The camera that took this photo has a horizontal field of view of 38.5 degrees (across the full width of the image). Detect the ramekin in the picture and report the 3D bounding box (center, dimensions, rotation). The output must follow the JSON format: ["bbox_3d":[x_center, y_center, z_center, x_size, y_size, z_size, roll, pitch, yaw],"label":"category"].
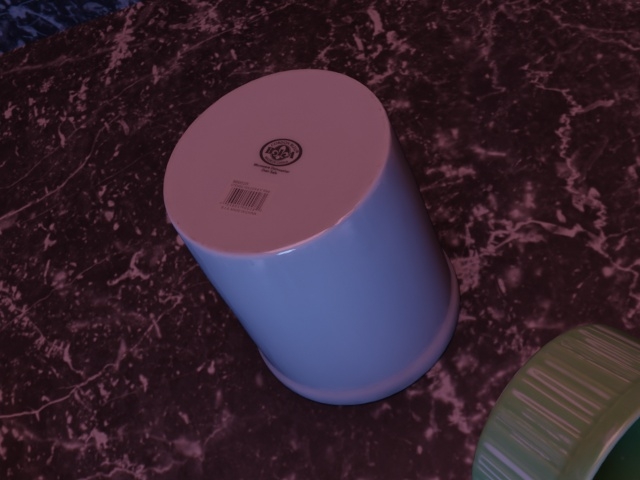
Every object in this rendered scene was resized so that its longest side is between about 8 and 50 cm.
[{"bbox_3d":[0.314,0.243,1.046,0.303,0.303,0.148,-44,44,-12],"label":"ramekin"}]

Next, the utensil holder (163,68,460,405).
[{"bbox_3d":[0.000,0.000,1.281,0.328,0.385,0.327,-10,52,14],"label":"utensil holder"}]
